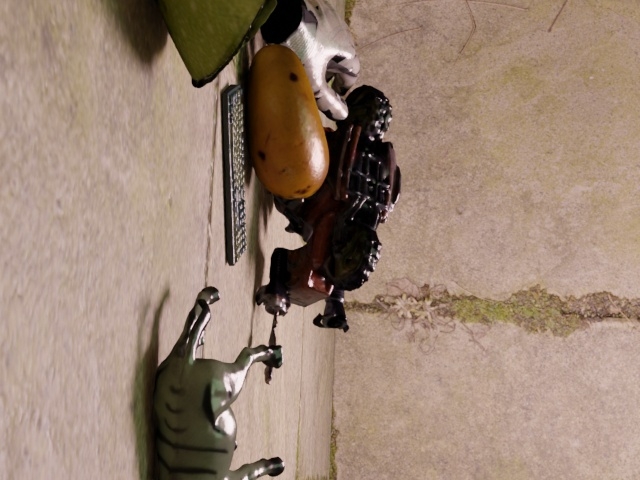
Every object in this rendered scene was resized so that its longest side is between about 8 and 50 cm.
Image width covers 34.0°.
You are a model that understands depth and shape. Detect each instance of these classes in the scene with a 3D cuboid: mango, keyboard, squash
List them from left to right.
[{"bbox_3d":[-0.090,-0.200,0.699,0.184,0.085,0.191,142,-42,-57],"label":"squash"},{"bbox_3d":[-0.087,-0.065,1.052,0.055,0.014,0.176,-66,157,-71],"label":"keyboard"},{"bbox_3d":[-0.039,-0.126,1.172,0.115,0.090,0.178,-102,-175,-56],"label":"mango"}]

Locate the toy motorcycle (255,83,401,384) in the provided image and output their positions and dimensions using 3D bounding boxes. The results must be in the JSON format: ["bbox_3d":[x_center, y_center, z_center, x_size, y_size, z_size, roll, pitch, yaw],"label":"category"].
[{"bbox_3d":[0.000,0.000,1.324,0.207,0.134,0.400,-25,-128,45],"label":"toy motorcycle"}]

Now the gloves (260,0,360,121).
[{"bbox_3d":[-0.006,-0.231,1.274,0.111,0.127,0.212,-51,153,10],"label":"gloves"}]

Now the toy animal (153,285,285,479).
[{"bbox_3d":[-0.087,0.153,0.754,0.176,0.074,0.216,-33,121,-67],"label":"toy animal"}]
